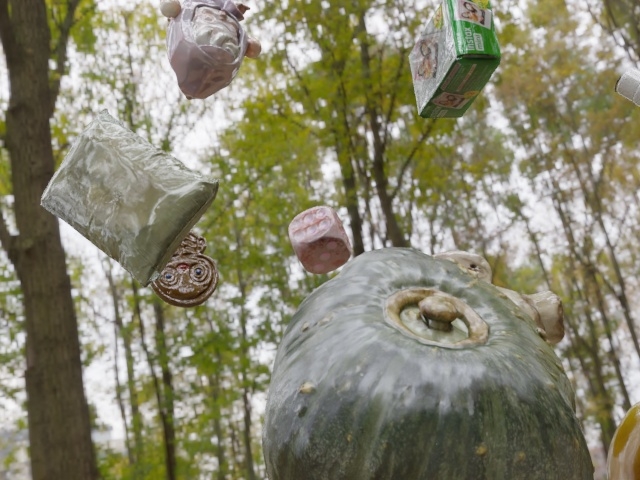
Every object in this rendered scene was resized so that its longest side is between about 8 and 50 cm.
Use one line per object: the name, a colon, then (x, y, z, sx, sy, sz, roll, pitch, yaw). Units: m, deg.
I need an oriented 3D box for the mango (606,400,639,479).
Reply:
mango: (0.402, 0.274, 1.024, 0.111, 0.163, 0.089, -20, -20, 34)

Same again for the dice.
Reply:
dice: (0.000, 0.000, 1.548, 0.093, 0.094, 0.091, -24, -50, 7)

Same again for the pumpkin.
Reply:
pumpkin: (0.095, 0.158, 0.764, 0.292, 0.327, 0.257, 19, -61, 7)

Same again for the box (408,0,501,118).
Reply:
box: (0.274, -0.380, 1.751, 0.103, 0.180, 0.250, -1, -23, -14)

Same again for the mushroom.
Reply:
mushroom: (0.224, 0.148, 1.177, 0.195, 0.253, 0.189, -8, -44, -17)

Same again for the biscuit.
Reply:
biscuit: (-0.249, 0.041, 1.507, 0.124, 0.175, 0.026, -9, -31, -17)

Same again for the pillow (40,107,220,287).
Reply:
pillow: (-0.287, -0.069, 1.252, 0.185, 0.302, 0.075, -55, -34, -4)

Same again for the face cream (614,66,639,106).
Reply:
face cream: (0.649, -0.237, 1.522, 0.092, 0.244, 0.058, -49, -29, -3)

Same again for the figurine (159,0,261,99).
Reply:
figurine: (-0.203, -0.374, 1.501, 0.200, 0.276, 0.133, 22, -44, -30)
